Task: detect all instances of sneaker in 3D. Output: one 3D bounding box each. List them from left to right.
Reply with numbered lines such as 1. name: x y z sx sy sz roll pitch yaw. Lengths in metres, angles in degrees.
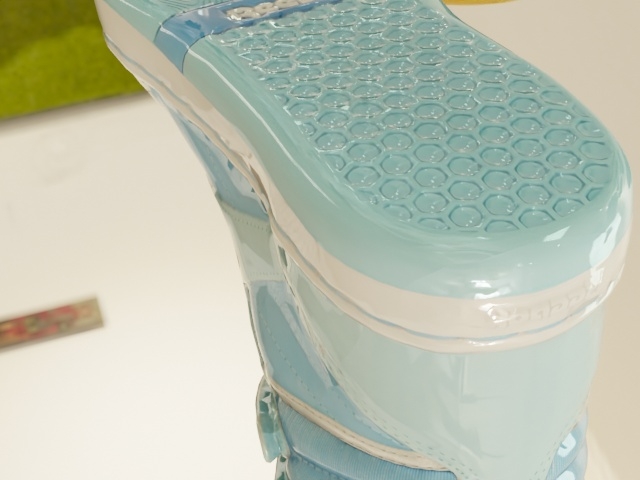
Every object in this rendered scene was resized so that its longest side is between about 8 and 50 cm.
1. sneaker: 0.000 0.000 0.577 0.319 0.127 0.208 -121 -158 -52

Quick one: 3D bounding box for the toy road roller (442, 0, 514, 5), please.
1. toy road roller: 0.036 -0.251 1.056 0.240 0.329 0.203 -117 -164 -64
